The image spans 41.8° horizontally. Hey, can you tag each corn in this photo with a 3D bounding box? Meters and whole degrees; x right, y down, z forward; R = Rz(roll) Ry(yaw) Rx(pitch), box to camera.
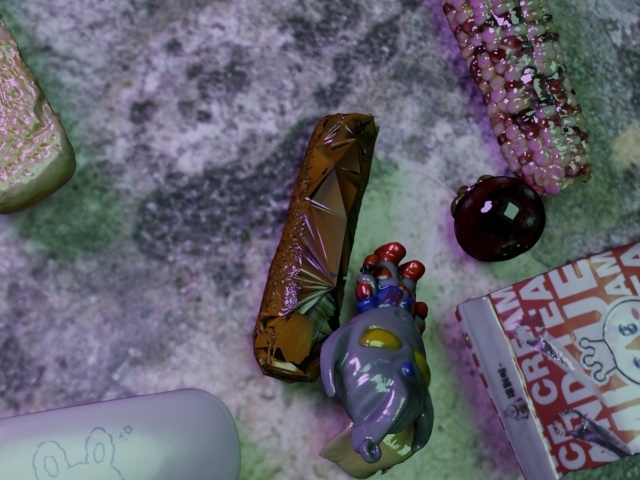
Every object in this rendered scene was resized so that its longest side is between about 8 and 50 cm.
[{"bbox_3d":[0.178,-0.176,0.775,0.092,0.092,0.280,-18,85,-23],"label":"corn"}]

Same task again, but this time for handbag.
[{"bbox_3d":[0.264,0.086,0.709,0.298,0.151,0.171,-13,76,-16],"label":"handbag"}]

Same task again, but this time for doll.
[{"bbox_3d":[0.051,0.085,0.644,0.104,0.062,0.194,58,32,-36],"label":"doll"}]

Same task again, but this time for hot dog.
[{"bbox_3d":[-0.261,-0.129,0.607,0.084,0.073,0.242,-29,86,-22],"label":"hot dog"}]

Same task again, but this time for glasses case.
[{"bbox_3d":[-0.169,0.158,0.569,0.234,0.059,0.092,-5,76,-22],"label":"glasses case"}]

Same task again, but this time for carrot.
[{"bbox_3d":[-0.001,0.000,0.676,0.069,0.069,0.228,19,69,-14],"label":"carrot"}]

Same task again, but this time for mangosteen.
[{"bbox_3d":[0.154,-0.021,0.726,0.081,0.081,0.080,5,74,-19],"label":"mangosteen"}]

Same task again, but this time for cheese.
[{"bbox_3d":[0.044,0.153,0.657,0.060,0.041,0.084,47,65,-3],"label":"cheese"}]
